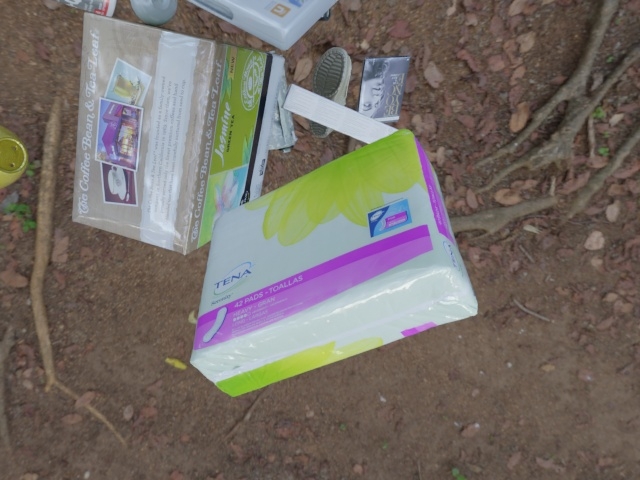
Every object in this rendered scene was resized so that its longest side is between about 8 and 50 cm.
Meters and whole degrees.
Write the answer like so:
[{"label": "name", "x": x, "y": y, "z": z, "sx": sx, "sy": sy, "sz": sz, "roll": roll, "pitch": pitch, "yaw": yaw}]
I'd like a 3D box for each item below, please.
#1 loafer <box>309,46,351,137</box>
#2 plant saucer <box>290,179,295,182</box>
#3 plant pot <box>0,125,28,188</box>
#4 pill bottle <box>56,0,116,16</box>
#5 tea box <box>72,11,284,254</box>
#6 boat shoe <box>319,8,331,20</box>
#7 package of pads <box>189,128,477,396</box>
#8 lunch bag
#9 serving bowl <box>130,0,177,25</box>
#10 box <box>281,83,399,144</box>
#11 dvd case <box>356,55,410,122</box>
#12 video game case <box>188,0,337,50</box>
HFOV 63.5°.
[{"label": "loafer", "x": 0.031, "y": -0.445, "z": 1.549, "sx": 0.102, "sy": 0.092, "sz": 0.268, "roll": 28, "pitch": 125, "yaw": 16}, {"label": "plant saucer", "x": 0.000, "y": 0.000, "z": 1.611, "sx": 0.100, "sy": 0.400, "sz": 0.400, "roll": -39, "pitch": 105, "yaw": -20}, {"label": "plant pot", "x": -0.601, "y": -0.157, "z": 0.957, "sx": 0.095, "sy": 0.134, "sz": 0.134, "roll": 4, "pitch": 107, "yaw": 31}, {"label": "pill bottle", "x": -0.699, "y": -0.726, "z": 1.393, "sx": 0.283, "sy": 0.161, "sz": 0.161, "roll": 8, "pitch": 104, "yaw": -28}, {"label": "tea box", "x": -0.237, "y": -0.191, "z": 0.917, "sx": 0.220, "sy": 0.323, "sz": 0.329, "roll": 16, "pitch": 109, "yaw": 11}, {"label": "boat shoe", "x": -0.016, "y": -0.816, "z": 1.548, "sx": 0.091, "sy": 0.114, "sz": 0.302, "roll": 15, "pitch": 138, "yaw": 22}, {"label": "package of pads", "x": 0.001, "y": 0.019, "z": 0.584, "sx": 0.296, "sy": 0.229, "sz": 0.101, "roll": -23, "pitch": 131, "yaw": 20}, {"label": "lunch bag", "x": -0.205, "y": -0.433, "z": 1.621, "sx": 0.212, "sy": 0.256, "sz": 0.305, "roll": -33, "pitch": 126, "yaw": -39}, {"label": "serving bowl", "x": -0.277, "y": -0.407, "z": 0.874, "sx": 0.083, "sy": 0.027, "sz": 0.083, "roll": -20, "pitch": 120, "yaw": -39}, {"label": "box", "x": 0.060, "y": -0.311, "z": 1.336, "sx": 0.324, "sy": 0.063, "sz": 0.067, "roll": 19, "pitch": 100, "yaw": -14}, {"label": "dvd case", "x": 0.199, "y": -0.482, "z": 1.674, "sx": 0.164, "sy": 0.018, "sz": 0.221, "roll": -11, "pitch": 131, "yaw": -23}, {"label": "video game case", "x": -0.077, "y": -0.420, "z": 0.697, "sx": 0.300, "sy": 0.036, "sz": 0.329, "roll": 31, "pitch": 63, "yaw": 12}]
